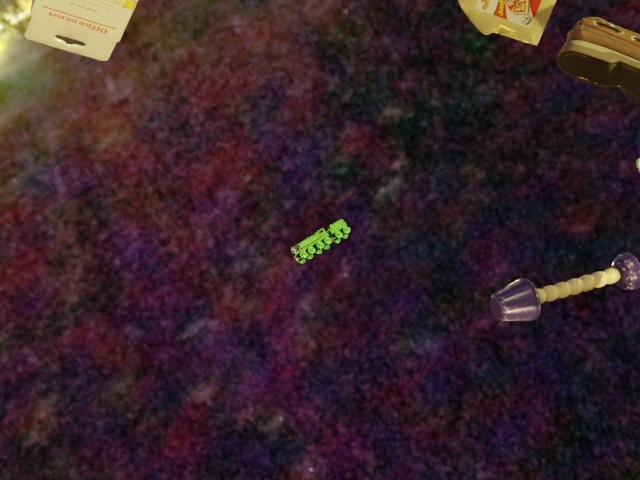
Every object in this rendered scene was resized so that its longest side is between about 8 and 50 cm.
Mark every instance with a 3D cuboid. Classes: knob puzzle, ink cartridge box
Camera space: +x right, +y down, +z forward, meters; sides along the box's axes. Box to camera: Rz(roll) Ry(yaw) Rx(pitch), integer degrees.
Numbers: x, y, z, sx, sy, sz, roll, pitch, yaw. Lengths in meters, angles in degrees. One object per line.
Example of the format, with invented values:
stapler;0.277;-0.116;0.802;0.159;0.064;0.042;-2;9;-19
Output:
knob puzzle;0.324;-0.455;1.625;0.213;0.213;0.030;-25;1;21
ink cartridge box;-0.281;-0.318;1.126;0.198;0.115;0.067;-49;37;44

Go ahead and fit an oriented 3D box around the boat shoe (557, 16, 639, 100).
boat shoe;0.572;-0.303;1.595;0.104;0.307;0.111;-59;-11;-19

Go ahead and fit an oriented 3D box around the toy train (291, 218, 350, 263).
toy train;0.000;0.000;1.085;0.083;0.024;0.017;-29;-21;-29

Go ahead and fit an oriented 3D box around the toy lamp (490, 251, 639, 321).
toy lamp;0.428;0.086;1.625;0.274;0.080;0.080;-12;16;-17

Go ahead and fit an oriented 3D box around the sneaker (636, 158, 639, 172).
sneaker;0.626;-0.127;1.678;0.069;0.098;0.038;-41;12;32
